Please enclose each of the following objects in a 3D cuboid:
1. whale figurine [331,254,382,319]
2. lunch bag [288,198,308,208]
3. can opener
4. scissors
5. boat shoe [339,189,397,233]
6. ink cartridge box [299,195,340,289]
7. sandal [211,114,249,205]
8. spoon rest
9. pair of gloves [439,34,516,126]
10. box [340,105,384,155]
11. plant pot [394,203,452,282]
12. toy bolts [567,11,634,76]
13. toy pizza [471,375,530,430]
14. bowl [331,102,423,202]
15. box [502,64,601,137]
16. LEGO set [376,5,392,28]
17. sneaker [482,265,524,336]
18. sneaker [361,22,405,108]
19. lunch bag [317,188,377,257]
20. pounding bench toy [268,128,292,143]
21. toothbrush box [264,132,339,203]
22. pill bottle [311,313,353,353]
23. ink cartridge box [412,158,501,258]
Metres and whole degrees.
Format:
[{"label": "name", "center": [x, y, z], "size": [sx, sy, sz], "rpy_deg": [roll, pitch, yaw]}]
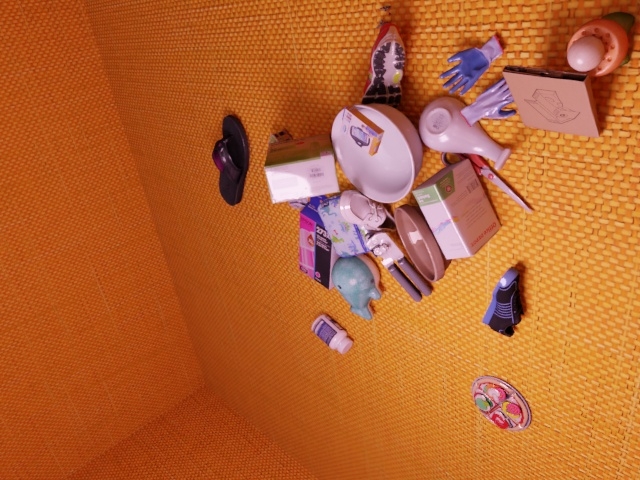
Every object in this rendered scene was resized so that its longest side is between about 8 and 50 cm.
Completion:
[{"label": "whale figurine", "center": [0.121, 0.176, 1.802], "size": [0.216, 0.141, 0.271], "rpy_deg": [23, 131, 41]}, {"label": "lunch bag", "center": [-0.091, -0.158, 1.907], "size": [0.071, 0.053, 0.083], "rpy_deg": [-1, 122, 53]}, {"label": "can opener", "center": [0.249, 0.075, 1.582], "size": [0.074, 0.093, 0.280], "rpy_deg": [-36, 106, 20]}, {"label": "scissors", "center": [0.425, -0.182, 1.275], "size": [0.297, 0.021, 0.108], "rpy_deg": [39, 138, 30]}, {"label": "boat shoe", "center": [0.155, -0.085, 1.517], "size": [0.096, 0.277, 0.098], "rpy_deg": [8, 83, 35]}, {"label": "ink cartridge box", "center": [0.000, 0.000, 1.901], "size": [0.176, 0.069, 0.370], "rpy_deg": [32, 134, 34]}, {"label": "sandal", "center": [-0.389, -0.314, 2.117], "size": [0.168, 0.107, 0.445], "rpy_deg": [40, 140, 26]}, {"label": "spoon rest", "center": [0.358, -0.260, 1.251], "size": [0.276, 0.084, 0.137], "rpy_deg": [44, 115, 33]}, {"label": "pair of gloves", "center": [0.375, -0.360, 1.157], "size": [0.159, 0.023, 0.198], "rpy_deg": [-31, 82, 34]}, {"label": "box", "center": [0.103, -0.294, 1.324], "size": [0.136, 0.028, 0.081], "rpy_deg": [41, 149, 19]}, {"label": "plant pot", "center": [0.312, -0.009, 1.424], "size": [0.237, 0.110, 0.237], "rpy_deg": [63, 176, 8]}, {"label": "toy bolts", "center": [0.540, -0.402, 0.859], "size": [0.218, 0.159, 0.228], "rpy_deg": [15, 125, 46]}, {"label": "toy pizza", "center": [0.565, 0.523, 1.590], "size": [0.201, 0.032, 0.201], "rpy_deg": [30, 135, 35]}, {"label": "bowl", "center": [0.182, -0.264, 1.407], "size": [0.298, 0.134, 0.297], "rpy_deg": [36, 146, 30]}, {"label": "box", "center": [0.477, -0.283, 1.029], "size": [0.165, 0.021, 0.201], "rpy_deg": [25, 174, 40]}, {"label": "LEGO set", "center": [0.176, -0.571, 1.316], "size": [0.054, 0.024, 0.083], "rpy_deg": [31, 123, 32]}, {"label": "sneaker", "center": [0.517, 0.171, 1.368], "size": [0.091, 0.081, 0.232], "rpy_deg": [33, 144, 29]}, {"label": "sneaker", "center": [0.174, -0.454, 1.344], "size": [0.279, 0.108, 0.118], "rpy_deg": [103, 171, -62]}, {"label": "lunch bag", "center": [0.102, -0.059, 1.689], "size": [0.176, 0.090, 0.218], "rpy_deg": [-10, 107, 37]}, {"label": "pounding bench toy", "center": [-0.149, -0.354, 1.827], "size": [0.052, 0.065, 0.083], "rpy_deg": [50, 144, 14]}, {"label": "toothbrush box", "center": [-0.057, -0.233, 1.566], "size": [0.283, 0.207, 0.122], "rpy_deg": [-93, -7, -66]}, {"label": "pill bottle", "center": [0.050, 0.391, 2.081], "size": [0.169, 0.094, 0.094], "rpy_deg": [38, 139, 29]}, {"label": "ink cartridge box", "center": [0.356, -0.079, 1.301], "size": [0.093, 0.154, 0.212], "rpy_deg": [-15, 108, 57]}]
